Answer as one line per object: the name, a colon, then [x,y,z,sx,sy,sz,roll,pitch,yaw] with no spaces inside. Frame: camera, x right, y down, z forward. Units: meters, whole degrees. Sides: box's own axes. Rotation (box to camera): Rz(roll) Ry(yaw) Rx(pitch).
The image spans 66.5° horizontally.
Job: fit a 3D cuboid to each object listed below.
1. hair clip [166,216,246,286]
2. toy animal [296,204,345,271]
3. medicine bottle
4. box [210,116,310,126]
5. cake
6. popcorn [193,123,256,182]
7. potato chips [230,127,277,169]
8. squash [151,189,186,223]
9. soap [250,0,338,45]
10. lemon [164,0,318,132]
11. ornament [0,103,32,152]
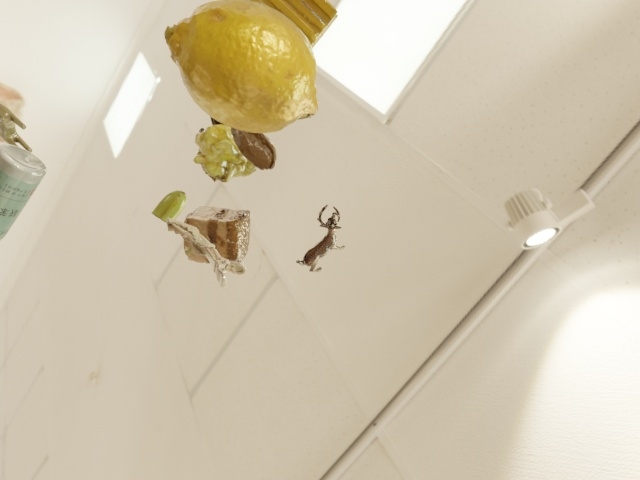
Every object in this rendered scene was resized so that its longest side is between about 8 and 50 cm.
hair clip: [-0.246,0.012,1.037,0.226,0.072,0.034,40,-48,27]
toy animal: [0.016,0.009,1.824,0.087,0.260,0.244,32,-96,22]
medicine bottle: [-0.777,-0.054,1.132,0.352,0.110,0.110,-50,-136,11]
box: [-0.263,-0.610,2.126,0.373,0.419,0.139,-107,-173,-61]
cake: [-0.437,-0.029,1.958,0.199,0.292,0.197,-68,165,-66]
popcorn: [-0.366,-0.343,1.904,0.252,0.286,0.215,-36,-113,8]
potato chips: [-0.218,-0.324,1.630,0.201,0.049,0.150,42,-32,10]
squash: [-0.749,-0.176,2.455,0.187,0.123,0.123,-51,-137,1]
soap: [-0.117,-0.842,1.742,0.204,0.324,0.096,-46,-172,13]
lemon: [-0.112,-0.265,0.751,0.188,0.256,0.189,-46,-149,39]
ornament: [-1.285,-0.496,1.977,0.244,0.061,0.230,40,-37,7]
